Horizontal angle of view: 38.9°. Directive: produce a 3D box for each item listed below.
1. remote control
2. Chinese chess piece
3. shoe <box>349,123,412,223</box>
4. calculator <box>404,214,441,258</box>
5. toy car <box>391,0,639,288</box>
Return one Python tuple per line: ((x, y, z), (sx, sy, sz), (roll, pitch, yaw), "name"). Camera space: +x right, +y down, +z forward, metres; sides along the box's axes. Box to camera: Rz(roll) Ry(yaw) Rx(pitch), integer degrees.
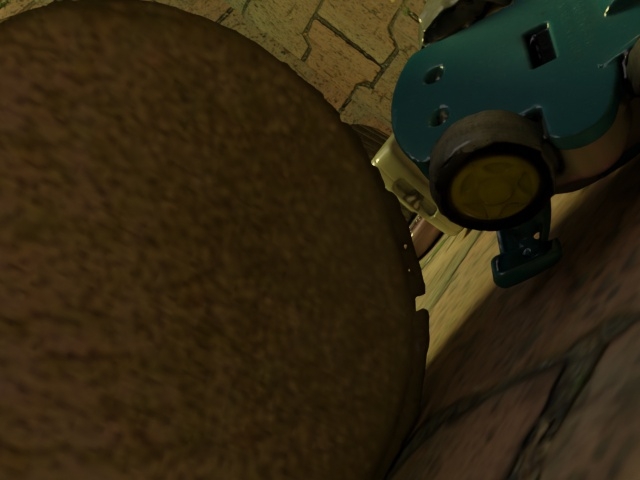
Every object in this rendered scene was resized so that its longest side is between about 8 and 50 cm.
((0.115, -0.084, 0.771), (0.049, 0.090, 0.230), (-47, 2, 33), "remote control")
((-0.078, 0.025, 0.407), (0.112, 0.270, 0.270), (-26, 21, 46), "Chinese chess piece")
((-0.002, -0.002, 1.270), (0.351, 0.172, 0.198), (-51, -4, -26), "shoe")
((0.106, -0.019, 0.871), (0.103, 0.024, 0.166), (-52, -2, -15), "calculator")
((0.116, -0.063, 0.379), (0.162, 0.098, 0.126), (-23, 41, 21), "toy car")
